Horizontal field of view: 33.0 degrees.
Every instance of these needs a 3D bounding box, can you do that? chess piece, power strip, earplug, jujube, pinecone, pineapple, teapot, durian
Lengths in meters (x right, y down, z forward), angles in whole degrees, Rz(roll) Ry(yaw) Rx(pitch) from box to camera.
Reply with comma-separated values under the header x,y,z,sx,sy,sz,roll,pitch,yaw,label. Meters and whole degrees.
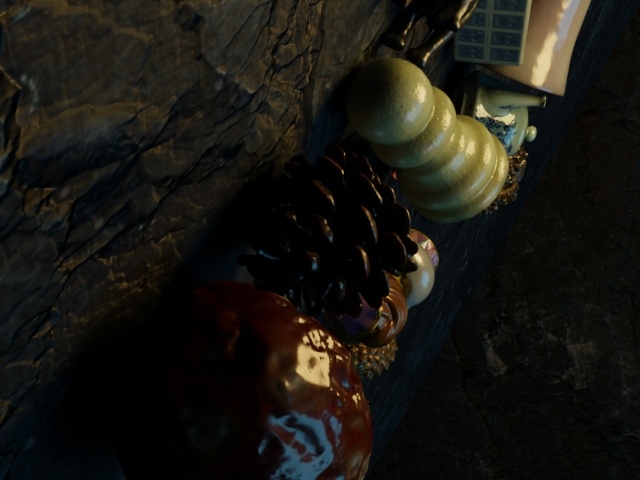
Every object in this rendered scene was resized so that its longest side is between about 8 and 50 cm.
x,y,z,sx,sy,sz,roll,pitch,yaw,label
0.123,-0.138,1.357,0.144,0.144,0.251,-57,140,-6,chess piece
0.234,-0.332,1.470,0.367,0.106,0.043,67,30,-72,power strip
0.358,-0.396,1.685,0.172,0.172,0.301,-22,136,-67,earplug
-0.082,0.202,1.148,0.276,0.276,0.377,-55,164,-14,jujube
0.000,0.000,1.206,0.207,0.208,0.207,-53,165,-21,pinecone
0.042,0.242,1.991,0.130,0.119,0.277,-46,176,41,pineapple
0.287,-0.190,1.793,0.159,0.159,0.232,-53,176,-23,teapot
0.297,-0.132,2.058,0.196,0.167,0.196,-25,131,-33,durian

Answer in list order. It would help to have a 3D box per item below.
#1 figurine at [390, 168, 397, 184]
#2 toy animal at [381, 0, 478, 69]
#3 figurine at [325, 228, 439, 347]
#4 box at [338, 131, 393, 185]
x,y,z,sx,sy,sz,roll,pitch,yaw,label
0.170,-0.140,1.727,0.140,0.068,0.075,-56,163,-2,figurine
0.146,-0.306,1.260,0.146,0.114,0.245,-48,-175,-17,toy animal
0.096,0.077,1.791,0.263,0.142,0.189,-40,125,-49,figurine
0.042,-0.057,1.497,0.160,0.050,0.230,-43,158,-49,box
